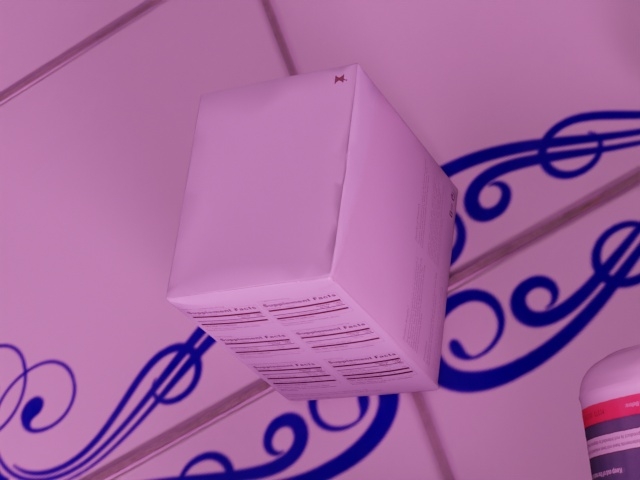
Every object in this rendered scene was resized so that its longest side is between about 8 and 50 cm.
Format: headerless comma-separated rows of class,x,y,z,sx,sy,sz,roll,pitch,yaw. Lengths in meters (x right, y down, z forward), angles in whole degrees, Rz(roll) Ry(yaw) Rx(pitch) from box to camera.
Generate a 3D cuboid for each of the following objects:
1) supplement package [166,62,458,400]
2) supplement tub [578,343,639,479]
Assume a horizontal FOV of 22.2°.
supplement package,0.000,0.000,1.326,0.149,0.203,0.194,-8,58,27
supplement tub,0.271,0.197,1.012,0.191,0.191,0.272,-12,77,25
